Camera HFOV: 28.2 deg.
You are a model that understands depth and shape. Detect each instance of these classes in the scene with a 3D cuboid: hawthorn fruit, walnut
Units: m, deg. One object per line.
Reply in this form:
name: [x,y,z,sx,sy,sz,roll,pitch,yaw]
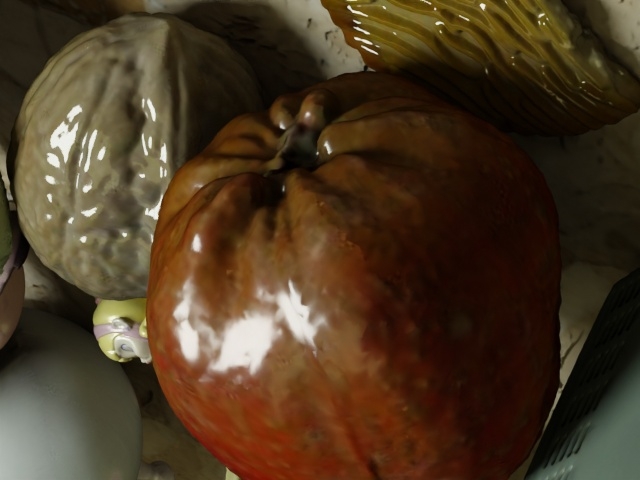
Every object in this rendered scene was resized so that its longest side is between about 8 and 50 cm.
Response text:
hawthorn fruit: [0.027,0.037,0.750,0.262,0.258,0.258,50,140,-11]
walnut: [-0.120,-0.056,0.862,0.178,0.178,0.230,27,136,8]

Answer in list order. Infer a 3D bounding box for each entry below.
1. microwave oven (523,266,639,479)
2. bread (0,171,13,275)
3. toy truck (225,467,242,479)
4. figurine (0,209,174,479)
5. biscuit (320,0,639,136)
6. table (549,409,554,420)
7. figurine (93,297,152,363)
microwave oven: [0.308,0.181,0.713,0.355,0.286,0.218,36,143,-6]
bread: [-0.292,-0.085,0.905,0.267,0.040,0.267,38,145,33]
toy truck: [0.014,0.281,1.060,0.181,0.254,0.405,6,139,7]
figurine: [-0.286,0.147,1.125,0.211,0.253,0.361,0,137,17]
biscuit: [0.084,-0.137,0.733,0.228,0.031,0.176,24,143,12]
table: [0.247,0.218,0.916,0.198,0.166,0.166,14,139,12]
figurine: [-0.116,0.069,1.073,0.187,0.083,0.083,7,135,29]
